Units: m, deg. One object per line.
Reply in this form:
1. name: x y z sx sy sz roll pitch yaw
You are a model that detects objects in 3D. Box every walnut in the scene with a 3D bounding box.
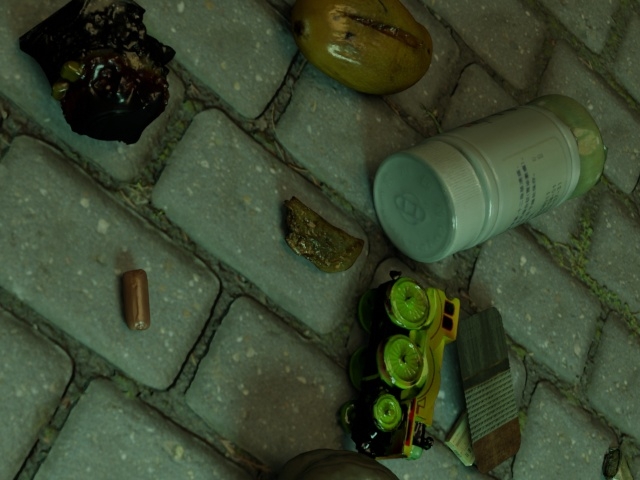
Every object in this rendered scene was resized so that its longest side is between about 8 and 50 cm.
1. walnut: 0.025 0.389 1.541 0.224 0.224 0.224 12 70 -35

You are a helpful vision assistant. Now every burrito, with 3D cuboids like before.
1. burrito: 0.539 0.441 2.020 0.055 0.041 0.149 -15 83 -53

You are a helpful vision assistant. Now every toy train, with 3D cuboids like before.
1. toy train: 0.123 0.196 1.733 0.160 0.100 0.296 27 62 -31

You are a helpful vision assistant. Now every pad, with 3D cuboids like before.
1. pad: 0.251 0.248 1.773 0.323 0.055 0.250 -19 100 -73

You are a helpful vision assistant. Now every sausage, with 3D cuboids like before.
1. sausage: -0.245 0.079 1.525 0.034 0.034 0.083 1 77 -37

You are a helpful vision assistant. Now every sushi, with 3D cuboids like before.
1. sushi: -0.277 -0.210 1.510 0.172 0.153 0.150 33 36 -49

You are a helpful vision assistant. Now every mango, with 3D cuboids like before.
1. mango: 0.082 -0.327 1.839 0.295 0.120 0.177 8 74 -36

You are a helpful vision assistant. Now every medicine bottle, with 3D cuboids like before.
1. medicine bottle: 0.255 -0.096 1.861 0.332 0.190 0.190 -22 91 -40

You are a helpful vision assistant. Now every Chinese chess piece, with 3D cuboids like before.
1. Chinese chess piece: 0.415 -0.163 2.004 0.083 0.188 0.188 -23 91 -22

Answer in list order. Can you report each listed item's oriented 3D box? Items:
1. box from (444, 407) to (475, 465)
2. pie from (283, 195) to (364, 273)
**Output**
1. box: 0.242 0.311 1.846 0.058 0.015 0.093 49 54 -14
2. pie: 0.000 0.000 1.739 0.170 0.034 0.092 34 57 -32
